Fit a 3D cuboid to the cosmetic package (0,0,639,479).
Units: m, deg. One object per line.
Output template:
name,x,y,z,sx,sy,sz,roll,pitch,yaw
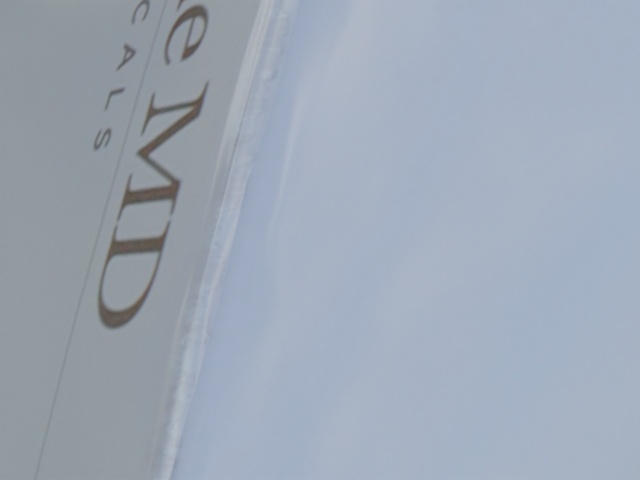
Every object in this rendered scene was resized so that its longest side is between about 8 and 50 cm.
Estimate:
cosmetic package,0.000,0.000,0.608,0.327,0.393,0.330,24,73,-34
